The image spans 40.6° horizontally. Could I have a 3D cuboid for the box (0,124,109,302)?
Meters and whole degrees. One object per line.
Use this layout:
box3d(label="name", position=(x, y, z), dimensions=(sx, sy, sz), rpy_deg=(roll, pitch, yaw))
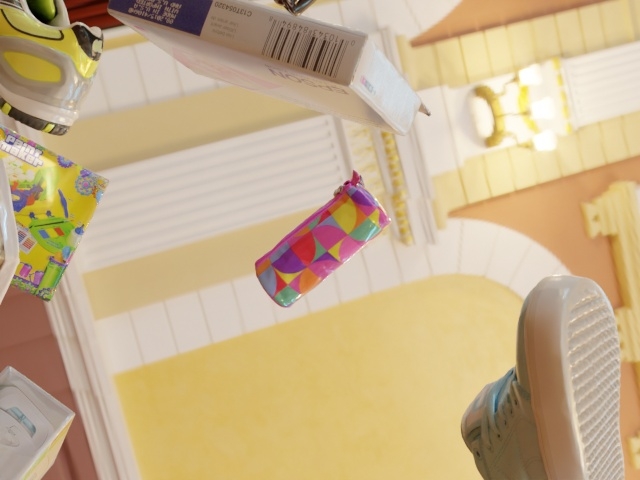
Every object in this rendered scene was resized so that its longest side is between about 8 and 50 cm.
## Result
box3d(label="box", position=(-0.635, -0.067, 1.748), dimensions=(0.177, 0.290, 0.279), rpy_deg=(10, -107, 60))

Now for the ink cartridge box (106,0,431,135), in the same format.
box3d(label="ink cartridge box", position=(-0.048, -0.217, 1.094), dimensions=(0.071, 0.324, 0.330), rpy_deg=(-70, 159, -1))

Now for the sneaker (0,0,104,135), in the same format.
box3d(label="sneaker", position=(-0.410, -0.299, 1.099), dimensions=(0.384, 0.147, 0.145), rpy_deg=(43, 12, 14))

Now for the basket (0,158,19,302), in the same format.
box3d(label="basket", position=(-0.414, -0.009, 0.978), dimensions=(0.113, 0.103, 0.167), rpy_deg=(-53, -136, 34))

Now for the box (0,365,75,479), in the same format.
box3d(label="box", position=(-0.493, 0.342, 1.247), dimensions=(0.126, 0.231, 0.262), rpy_deg=(35, -39, -1))

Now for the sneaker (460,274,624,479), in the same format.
box3d(label="sneaker", position=(0.190, 0.171, 0.796), dimensions=(0.150, 0.135, 0.366), rpy_deg=(8, -46, 29))

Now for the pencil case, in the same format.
box3d(label="pencil case", position=(0.000, 0.000, 1.358), dimensions=(0.104, 0.236, 0.104), rpy_deg=(45, 11, -11))

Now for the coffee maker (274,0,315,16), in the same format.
box3d(label="coffee maker", position=(0.011, -0.265, 0.636), dimensions=(0.120, 0.178, 0.171), rpy_deg=(50, 4, -12))
